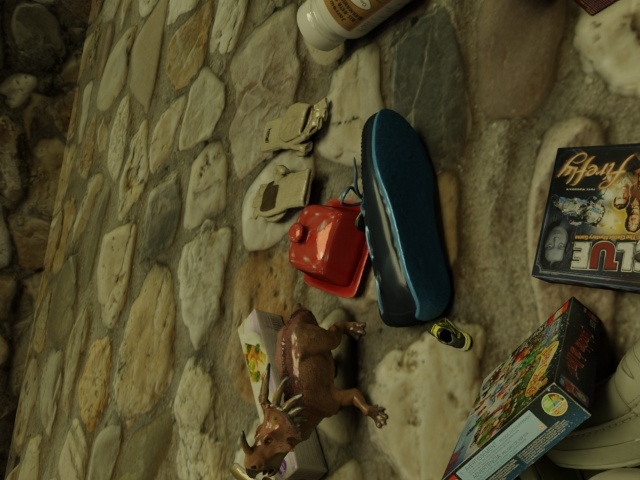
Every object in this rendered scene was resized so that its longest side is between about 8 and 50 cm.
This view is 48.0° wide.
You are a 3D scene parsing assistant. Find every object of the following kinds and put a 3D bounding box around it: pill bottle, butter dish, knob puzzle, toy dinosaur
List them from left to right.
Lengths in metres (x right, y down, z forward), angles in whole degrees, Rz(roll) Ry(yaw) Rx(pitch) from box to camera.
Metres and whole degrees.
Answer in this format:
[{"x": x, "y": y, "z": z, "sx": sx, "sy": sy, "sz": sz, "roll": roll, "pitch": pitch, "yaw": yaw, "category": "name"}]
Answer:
[{"x": -0.062, "y": 0.385, "z": 1.069, "sx": 0.030, "sy": 0.213, "sz": 0.213, "roll": -49, "pitch": 29, "yaw": -22, "category": "knob puzzle"}, {"x": -0.028, "y": 0.194, "z": 1.074, "sx": 0.127, "sy": 0.200, "sz": 0.296, "roll": -39, "pitch": 46, "yaw": 38, "category": "toy dinosaur"}, {"x": 0.000, "y": 0.000, "z": 1.193, "sx": 0.159, "sy": 0.118, "sz": 0.160, "roll": 14, "pitch": 87, "yaw": 56, "category": "butter dish"}, {"x": 0.065, "y": -0.439, "z": 1.289, "sx": 0.229, "sy": 0.131, "sz": 0.131, "roll": -24, "pitch": 56, "yaw": 47, "category": "pill bottle"}]

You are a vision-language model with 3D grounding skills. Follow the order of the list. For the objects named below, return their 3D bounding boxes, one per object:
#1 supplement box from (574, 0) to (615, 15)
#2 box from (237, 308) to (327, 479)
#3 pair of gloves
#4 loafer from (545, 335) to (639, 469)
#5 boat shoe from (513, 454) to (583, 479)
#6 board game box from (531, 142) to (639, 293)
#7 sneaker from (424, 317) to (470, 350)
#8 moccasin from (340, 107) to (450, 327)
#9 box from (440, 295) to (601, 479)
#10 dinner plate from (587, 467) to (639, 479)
[{"x": 0.360, "y": -0.333, "z": 0.906, "sx": 0.083, "sy": 0.054, "sz": 0.043, "roll": -27, "pitch": 53, "yaw": 44, "category": "supplement box"}, {"x": -0.071, "y": 0.260, "z": 1.221, "sx": 0.063, "sy": 0.067, "sz": 0.324, "roll": -51, "pitch": 41, "yaw": 29, "category": "box"}, {"x": -0.061, "y": -0.152, "z": 1.412, "sx": 0.204, "sy": 0.042, "sz": 0.240, "roll": -19, "pitch": 59, "yaw": 53, "category": "pair of gloves"}, {"x": 0.332, "y": 0.122, "z": 0.673, "sx": 0.319, "sy": 0.111, "sz": 0.112, "roll": -38, "pitch": 6, "yaw": 33, "category": "loafer"}, {"x": 0.229, "y": 0.359, "z": 0.716, "sx": 0.113, "sy": 0.127, "sz": 0.340, "roll": -45, "pitch": 41, "yaw": 34, "category": "boat shoe"}, {"x": 0.356, "y": -0.024, "z": 0.784, "sx": 0.243, "sy": 0.042, "sz": 0.165, "roll": 5, "pitch": 79, "yaw": 54, "category": "board game box"}, {"x": 0.168, "y": 0.123, "z": 0.981, "sx": 0.083, "sy": 0.035, "sz": 0.031, "roll": 23, "pitch": 93, "yaw": 55, "category": "sneaker"}, {"x": 0.094, "y": -0.037, "z": 1.069, "sx": 0.116, "sy": 0.137, "sz": 0.342, "roll": -36, "pitch": 48, "yaw": 46, "category": "moccasin"}, {"x": 0.217, "y": 0.162, "z": 0.754, "sx": 0.044, "sy": 0.233, "sz": 0.159, "roll": 42, "pitch": 116, "yaw": 8, "category": "box"}, {"x": 0.301, "y": 0.280, "z": 0.672, "sx": 0.141, "sy": 0.017, "sz": 0.141, "roll": -6, "pitch": 52, "yaw": 8, "category": "dinner plate"}]
